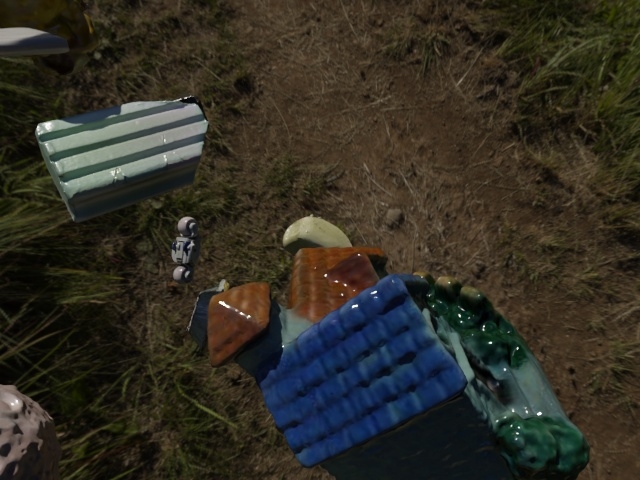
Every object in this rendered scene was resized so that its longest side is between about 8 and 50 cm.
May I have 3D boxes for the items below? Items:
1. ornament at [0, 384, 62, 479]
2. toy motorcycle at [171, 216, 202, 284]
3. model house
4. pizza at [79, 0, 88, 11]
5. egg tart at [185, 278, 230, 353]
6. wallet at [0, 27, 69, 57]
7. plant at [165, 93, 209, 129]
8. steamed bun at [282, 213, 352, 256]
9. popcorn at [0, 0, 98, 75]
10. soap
[{"bbox_3d":[-0.495,0.328,0.619,0.260,0.225,0.259,-7,53,10],"label":"ornament"},{"bbox_3d":[-0.495,0.039,1.697,0.113,0.112,0.253,5,90,10],"label":"toy motorcycle"},{"bbox_3d":[0.051,0.101,0.506,0.252,0.294,0.329,-39,112,21],"label":"model house"},{"bbox_3d":[-0.753,-0.730,1.262,0.185,0.195,0.052,-6,63,-27],"label":"pizza"},{"bbox_3d":[-0.341,0.225,1.366,0.095,0.234,0.233,18,87,-12],"label":"egg tart"},{"bbox_3d":[-0.494,-0.303,0.693,0.095,0.190,0.033,19,122,17],"label":"wallet"},{"bbox_3d":[-0.511,-0.468,1.695,0.165,0.141,0.256,-15,37,-3],"label":"plant"},{"bbox_3d":[0.000,0.000,1.610,0.239,0.170,0.152,28,59,-21],"label":"steamed bun"},{"bbox_3d":[-0.611,-0.485,0.974,0.192,0.190,0.253,-25,121,-26],"label":"popcorn"},{"bbox_3d":[-0.420,-0.200,1.022,0.347,0.115,0.208,-26,72,-28],"label":"soap"}]
